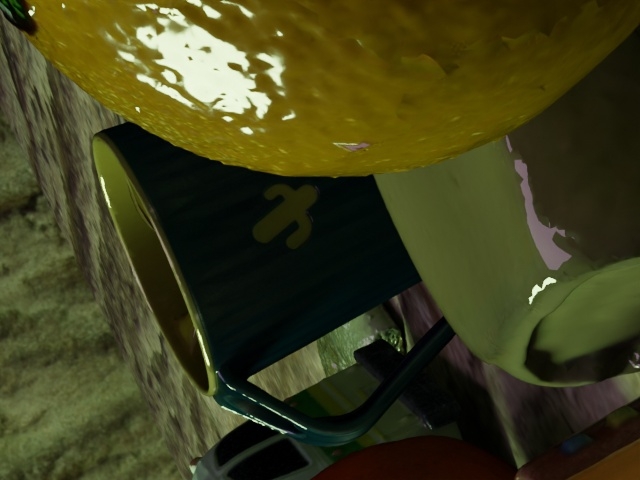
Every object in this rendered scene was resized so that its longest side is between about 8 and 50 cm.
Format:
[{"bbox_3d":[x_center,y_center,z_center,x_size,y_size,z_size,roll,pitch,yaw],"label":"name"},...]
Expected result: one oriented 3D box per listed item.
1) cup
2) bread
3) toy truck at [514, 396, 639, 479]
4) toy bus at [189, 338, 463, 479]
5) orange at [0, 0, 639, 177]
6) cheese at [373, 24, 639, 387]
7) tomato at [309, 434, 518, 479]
[{"bbox_3d":[0.000,0.000,0.912,0.176,0.155,0.131,62,168,10],"label":"cup"},{"bbox_3d":[0.020,0.079,1.264,0.193,0.036,0.112,82,161,-51],"label":"bread"},{"bbox_3d":[0.153,0.133,0.602,0.135,0.114,0.270,68,168,-24],"label":"toy truck"},{"bbox_3d":[0.039,0.216,1.135,0.133,0.164,0.276,-142,31,-68],"label":"toy bus"},{"bbox_3d":[-0.001,-0.126,0.536,0.236,0.236,0.236,61,167,24],"label":"orange"},{"bbox_3d":[0.066,-0.048,0.688,0.202,0.091,0.175,63,166,13],"label":"cheese"},{"bbox_3d":[0.059,0.226,0.954,0.180,0.260,0.260,13,-143,-48],"label":"tomato"}]
